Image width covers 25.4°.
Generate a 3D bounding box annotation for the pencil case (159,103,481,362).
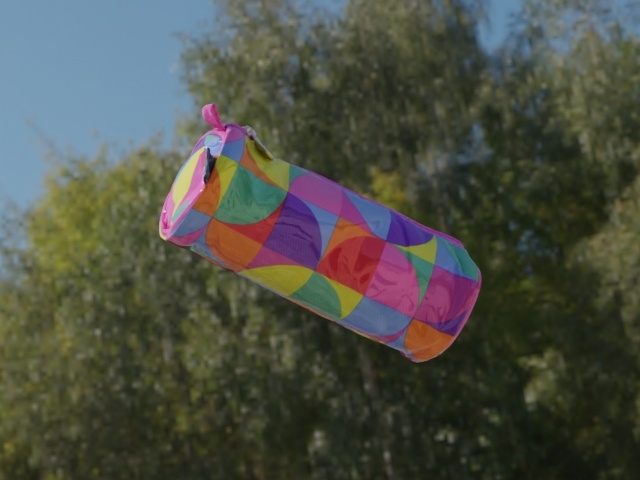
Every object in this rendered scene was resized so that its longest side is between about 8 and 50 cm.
[{"bbox_3d":[0.000,0.000,1.021,0.236,0.104,0.104,28,-29,-17],"label":"pencil case"}]
